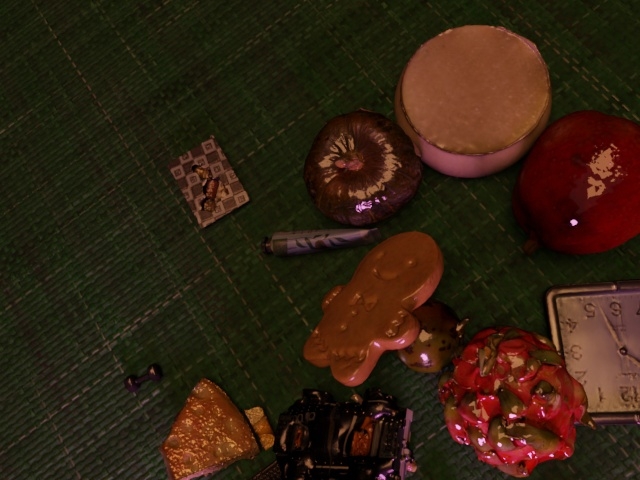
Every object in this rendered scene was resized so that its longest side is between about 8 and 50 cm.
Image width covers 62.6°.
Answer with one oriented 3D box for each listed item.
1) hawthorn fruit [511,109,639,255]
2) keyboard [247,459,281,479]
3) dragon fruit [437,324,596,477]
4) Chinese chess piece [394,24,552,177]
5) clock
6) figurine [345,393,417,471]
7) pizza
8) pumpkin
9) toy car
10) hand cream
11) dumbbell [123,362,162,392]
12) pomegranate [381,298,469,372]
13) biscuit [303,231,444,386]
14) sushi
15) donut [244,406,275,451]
[{"bbox_3d":[0.504,-0.096,1.030,0.307,0.265,0.265,-46,72,16],"label":"hawthorn fruit"},{"bbox_3d":[-0.121,0.520,1.109,0.204,0.013,0.061,-36,73,0],"label":"keyboard"},{"bbox_3d":[0.340,0.296,0.957,0.236,0.303,0.231,-18,42,-17],"label":"dragon fruit"},{"bbox_3d":[0.333,-0.307,1.166,0.337,0.140,0.338,-3,75,11],"label":"Chinese chess piece"},{"bbox_3d":[0.596,0.215,1.036,0.273,0.049,0.279,-4,76,10],"label":"clock"},{"bbox_3d":[0.123,0.395,1.076,0.083,0.083,0.187,-44,59,-2],"label":"figurine"},{"bbox_3d":[-0.254,0.410,1.134,0.188,0.081,0.204,-22,62,-20],"label":"pizza"},{"bbox_3d":[0.081,-0.155,1.134,0.260,0.189,0.261,-6,76,25],"label":"pumpkin"},{"bbox_3d":[0.038,0.388,1.026,0.301,0.118,0.193,-11,56,37],"label":"toy car"},{"bbox_3d":[0.000,0.000,1.181,0.271,0.091,0.058,-5,71,12],"label":"hand cream"},{"bbox_3d":[-0.404,0.313,1.198,0.083,0.040,0.036,-26,42,3],"label":"dumbbell"},{"bbox_3d":[0.185,0.184,1.068,0.220,0.156,0.156,10,78,22],"label":"pomegranate"},{"bbox_3d":[0.109,0.121,1.065,0.355,0.052,0.275,-50,31,-12],"label":"biscuit"},{"bbox_3d":[-0.272,-0.142,1.290,0.139,0.031,0.201,-30,77,1],"label":"sushi"},{"bbox_3d":[-0.124,0.397,1.116,0.037,0.067,0.083,-26,38,-14],"label":"donut"}]
